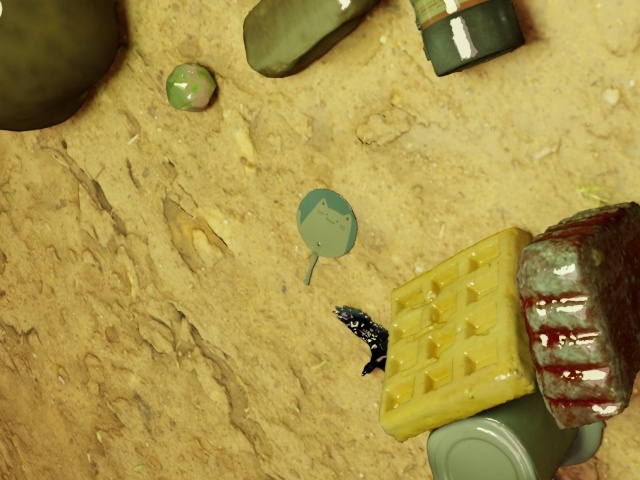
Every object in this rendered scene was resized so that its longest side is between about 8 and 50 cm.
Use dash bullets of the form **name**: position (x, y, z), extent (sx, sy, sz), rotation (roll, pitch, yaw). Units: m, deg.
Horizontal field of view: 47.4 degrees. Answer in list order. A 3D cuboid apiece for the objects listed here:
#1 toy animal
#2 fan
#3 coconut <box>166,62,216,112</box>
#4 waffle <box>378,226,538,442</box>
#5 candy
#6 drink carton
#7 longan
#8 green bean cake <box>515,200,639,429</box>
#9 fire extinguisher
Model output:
- **toy animal**: position (0.101, 0.177, 1.126), extent (0.220, 0.062, 0.108), rotation (49, 144, 11)
- **fan**: position (0.000, 0.000, 1.163), extent (0.113, 0.005, 0.175), rotation (32, 121, 23)
- **coconut**: position (-0.213, -0.249, 1.189), extent (0.083, 0.081, 0.082), rotation (46, 114, 29)
- **waffle**: position (0.175, 0.116, 0.939), extent (0.055, 0.247, 0.221), rotation (35, 133, -23)
- **candy**: position (-0.016, -0.311, 1.003), extent (0.234, 0.102, 0.104), rotation (-26, 90, 44)
- **drink carton**: position (0.246, 0.253, 0.962), extent (0.191, 0.190, 0.185), rotation (-23, 87, 37)
- **longan**: position (-0.533, -0.364, 1.226), extent (0.405, 0.336, 0.404), rotation (9, 141, 7)
- **green bean cake**: position (0.310, 0.069, 0.824), extent (0.097, 0.233, 0.198), rotation (-12, 102, 41)
- **fire extinguisher**: position (0.110, -0.387, 0.891), extent (0.200, 0.113, 0.376), rotation (-13, 97, 38)
